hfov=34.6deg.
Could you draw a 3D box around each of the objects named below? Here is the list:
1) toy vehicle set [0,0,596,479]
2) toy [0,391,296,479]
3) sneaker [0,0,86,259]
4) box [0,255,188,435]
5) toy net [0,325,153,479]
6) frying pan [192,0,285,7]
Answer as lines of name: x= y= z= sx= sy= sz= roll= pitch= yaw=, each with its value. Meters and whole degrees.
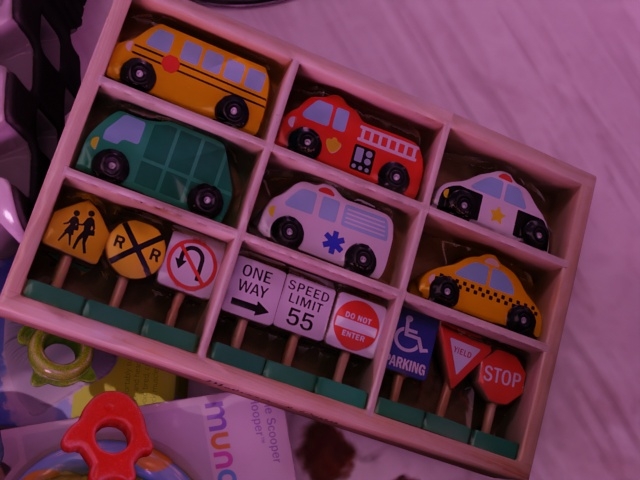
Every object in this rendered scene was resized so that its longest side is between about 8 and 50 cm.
toy vehicle set: x=0.000 y=0.000 z=0.502 sx=0.266 sy=0.035 sz=0.166 roll=20 pitch=74 yaw=-16
toy: x=-0.126 y=0.159 z=0.491 sx=0.237 sy=0.056 sz=0.137 roll=-10 pitch=94 yaw=4
sneaker: x=-0.209 y=-0.136 z=0.565 sx=0.146 sy=0.122 sz=0.331 roll=-6 pitch=61 yaw=9
box: x=-0.160 y=0.050 z=0.553 sx=0.178 sy=0.042 sz=0.109 roll=1 pitch=72 yaw=3
toy net: x=-0.118 y=0.142 z=0.436 sx=0.122 sy=0.045 sz=0.232 roll=-14 pitch=66 yaw=-30
frying pan: x=-0.062 y=-0.300 z=0.656 sx=0.197 sy=0.053 sz=0.326 roll=-13 pitch=75 yaw=-1
